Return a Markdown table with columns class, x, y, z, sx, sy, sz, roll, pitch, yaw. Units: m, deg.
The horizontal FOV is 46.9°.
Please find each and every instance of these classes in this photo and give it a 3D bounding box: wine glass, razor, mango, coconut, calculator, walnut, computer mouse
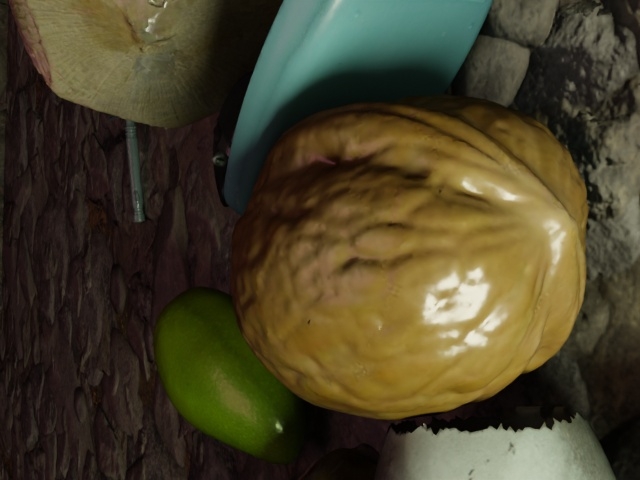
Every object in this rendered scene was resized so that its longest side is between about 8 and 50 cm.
| class | x | y | z | sx | sy | sz | roll | pitch | yaw |
| --- | --- | --- | --- | --- | --- | --- | --- | --- | --- |
| wine glass | 0.156 | 0.306 | 0.609 | 0.238 | 0.238 | 0.323 | -14 | 77 | 54 |
| razor | -0.384 | -0.154 | 1.525 | 0.106 | 0.068 | 0.232 | 4 | 100 | 56 |
| mango | -0.132 | 0.201 | 1.073 | 0.343 | 0.156 | 0.192 | 38 | 121 | 47 |
| coconut | -0.218 | -0.341 | 0.981 | 0.404 | 0.404 | 0.405 | 0 | 91 | 55 |
| calculator | 0.039 | -0.158 | 0.745 | 0.054 | 0.256 | 0.386 | 53 | 132 | 27 |
| walnut | 0.078 | 0.012 | 0.658 | 0.332 | 0.332 | 0.333 | 0 | 91 | 55 |
| computer mouse | -0.092 | -0.135 | 0.904 | 0.379 | 0.090 | 0.167 | -60 | -13 | -73 |

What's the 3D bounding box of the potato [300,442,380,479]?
| class | x | y | z | sx | sy | sz | roll | pitch | yaw |
| --- | --- | --- | --- | --- | --- | --- | --- | --- | --- |
| potato | 0.052 | 0.395 | 0.776 | 0.218 | 0.202 | 0.351 | -17 | 68 | 42 |
